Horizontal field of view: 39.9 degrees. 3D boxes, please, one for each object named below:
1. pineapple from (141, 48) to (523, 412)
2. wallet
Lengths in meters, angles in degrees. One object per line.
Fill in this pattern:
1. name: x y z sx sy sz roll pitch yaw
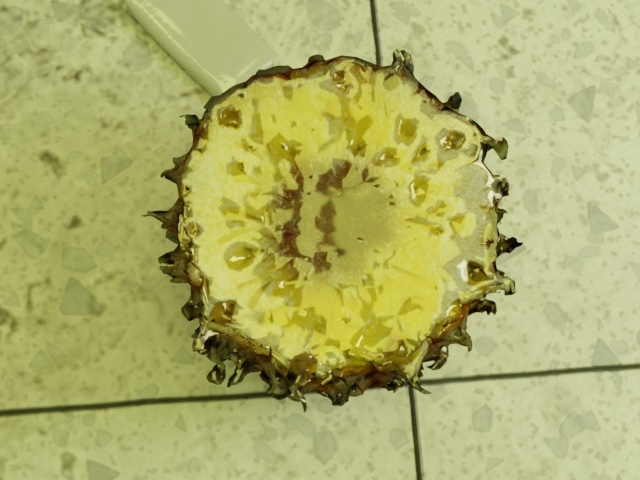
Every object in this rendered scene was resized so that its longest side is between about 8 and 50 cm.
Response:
1. pineapple: 0.002 0.002 0.869 0.353 0.300 0.352 2 76 -7
2. wallet: -0.144 -0.250 1.048 0.095 0.033 0.190 -43 85 -15
